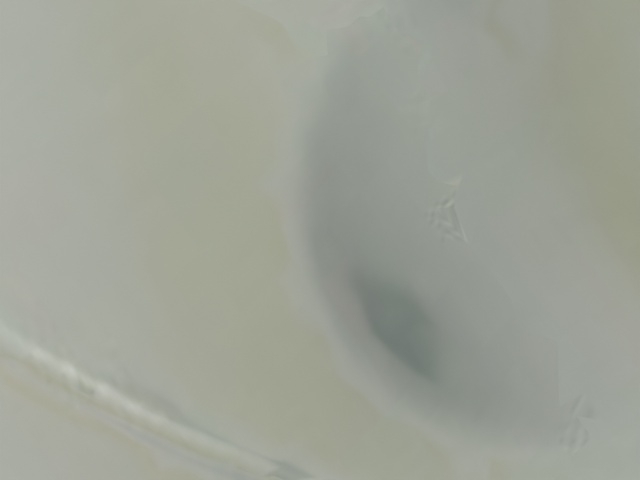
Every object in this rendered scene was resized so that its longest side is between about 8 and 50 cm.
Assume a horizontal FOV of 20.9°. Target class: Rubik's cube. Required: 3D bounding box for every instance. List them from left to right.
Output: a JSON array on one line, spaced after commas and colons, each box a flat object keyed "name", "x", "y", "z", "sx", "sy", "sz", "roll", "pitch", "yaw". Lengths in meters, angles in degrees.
[{"name": "Rubik's cube", "x": 0.000, "y": 0.000, "z": 0.587, "sx": 0.347, "sy": 0.352, "sz": 0.351, "roll": 58, "pitch": -19, "yaw": -7}]
